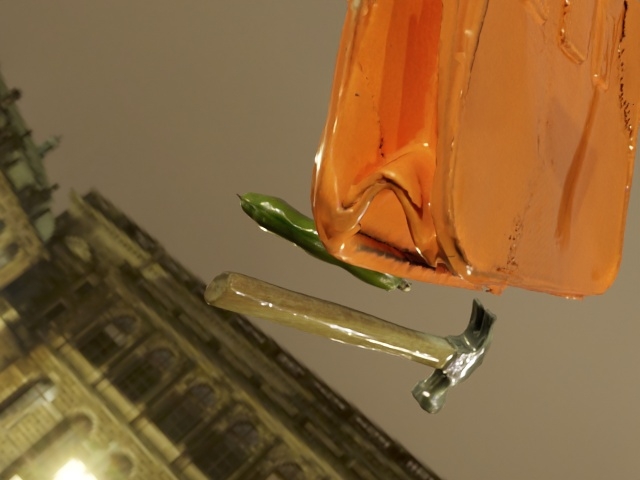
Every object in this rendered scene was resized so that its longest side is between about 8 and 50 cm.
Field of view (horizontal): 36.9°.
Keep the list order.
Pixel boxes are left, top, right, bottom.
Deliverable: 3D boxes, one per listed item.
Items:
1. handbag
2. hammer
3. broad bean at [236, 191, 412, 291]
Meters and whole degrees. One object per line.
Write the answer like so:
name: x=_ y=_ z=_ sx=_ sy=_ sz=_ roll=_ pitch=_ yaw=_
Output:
handbag: x=0.149 y=-0.109 z=0.749 sx=0.116 sy=0.304 sz=0.410 roll=8 pitch=-1 yaw=30
hammer: x=0.021 y=0.038 z=0.415 sx=0.182 sy=0.062 sz=0.017 roll=23 pitch=21 yaw=-49
broad bean: x=-0.001 y=0.000 z=1.210 sx=0.254 sy=0.046 sz=0.065 roll=28 pitch=4 yaw=11
